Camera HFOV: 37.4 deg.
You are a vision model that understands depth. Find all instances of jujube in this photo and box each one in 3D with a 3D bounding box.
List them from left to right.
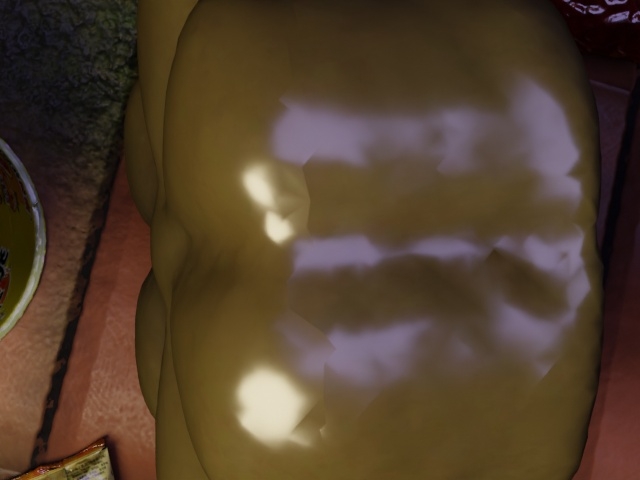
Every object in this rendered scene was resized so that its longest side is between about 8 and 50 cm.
[{"bbox_3d":[0.286,-0.240,0.932,0.176,0.109,0.112,10,50,-8],"label":"jujube"}]

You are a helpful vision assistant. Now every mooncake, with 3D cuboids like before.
[{"bbox_3d":[0.000,0.000,0.691,0.262,0.467,0.467,-2,86,-15],"label":"mooncake"}]

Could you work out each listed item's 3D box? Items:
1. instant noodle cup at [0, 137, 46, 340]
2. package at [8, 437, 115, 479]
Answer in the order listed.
[{"bbox_3d":[-0.357,-0.012,0.739,0.264,0.200,0.264,1,84,-11],"label":"instant noodle cup"},{"bbox_3d":[-0.220,0.251,0.832,0.108,0.031,0.120,-21,85,-13],"label":"package"}]
